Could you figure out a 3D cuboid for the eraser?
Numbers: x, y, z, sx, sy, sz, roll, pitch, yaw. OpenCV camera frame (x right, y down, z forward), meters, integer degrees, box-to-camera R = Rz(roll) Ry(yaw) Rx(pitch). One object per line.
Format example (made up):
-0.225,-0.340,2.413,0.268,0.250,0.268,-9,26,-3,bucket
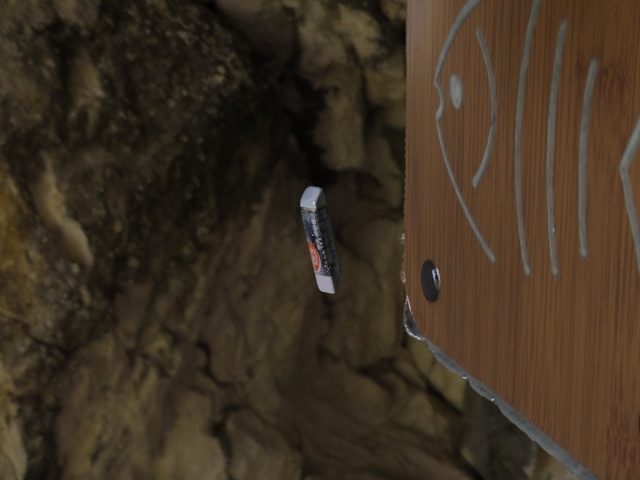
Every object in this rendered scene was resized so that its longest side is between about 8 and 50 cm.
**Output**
0.000,0.000,1.107,0.019,0.027,0.099,-24,-69,-32,eraser

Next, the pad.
0.098,-0.048,0.560,0.018,0.284,0.287,-5,-73,-18,pad
